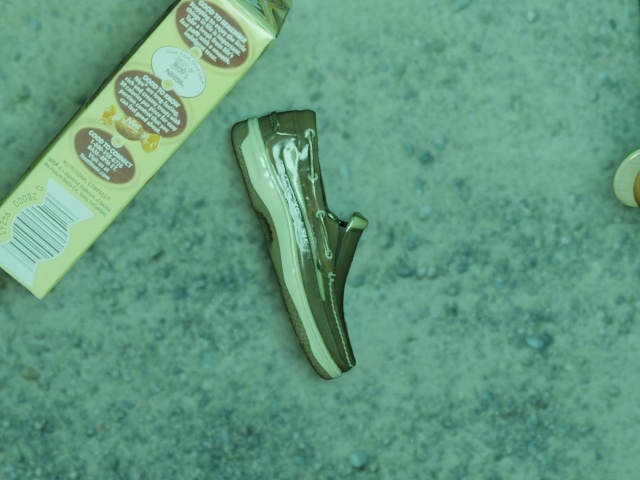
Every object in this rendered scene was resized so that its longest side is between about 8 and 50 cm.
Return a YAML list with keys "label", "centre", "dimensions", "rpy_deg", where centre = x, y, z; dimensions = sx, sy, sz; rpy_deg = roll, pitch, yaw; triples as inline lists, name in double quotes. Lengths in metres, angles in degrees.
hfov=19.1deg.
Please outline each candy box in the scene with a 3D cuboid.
- label: "candy box"
  centre: [-0.163, -0.108, 1.688]
  dimensions: [0.087, 0.183, 0.316]
  rpy_deg: [42, 105, -9]

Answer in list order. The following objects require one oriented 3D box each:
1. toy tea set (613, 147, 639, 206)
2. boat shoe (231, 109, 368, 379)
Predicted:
- label: "toy tea set"
  centre: [0.372, -0.154, 1.602]
  dimensions: [0.336, 0.124, 0.200]
  rpy_deg: [-38, 132, 9]
- label: "boat shoe"
  centre: [0.000, 0.002, 1.759]
  dimensions: [0.095, 0.095, 0.257]
  rpy_deg: [-18, 104, 3]
